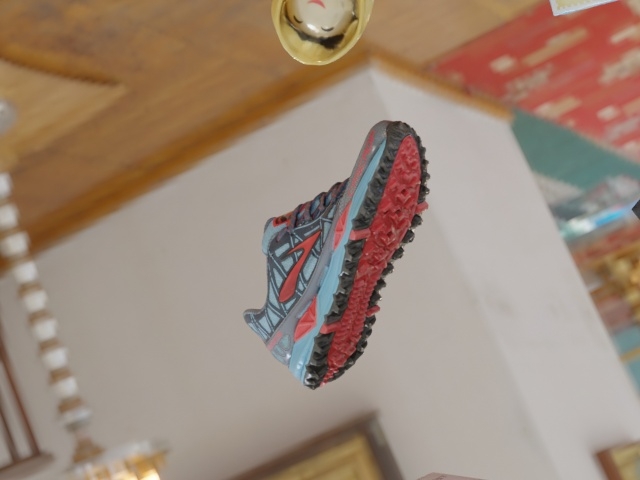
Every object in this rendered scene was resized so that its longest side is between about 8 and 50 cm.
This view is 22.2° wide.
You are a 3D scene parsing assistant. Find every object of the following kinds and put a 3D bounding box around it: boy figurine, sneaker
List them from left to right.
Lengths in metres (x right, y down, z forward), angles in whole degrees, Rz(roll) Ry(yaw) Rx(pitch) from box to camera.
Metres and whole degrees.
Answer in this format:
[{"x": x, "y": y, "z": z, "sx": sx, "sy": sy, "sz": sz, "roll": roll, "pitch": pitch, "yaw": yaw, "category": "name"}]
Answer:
[{"x": 0.000, "y": 0.000, "z": 1.438, "sx": 0.104, "sy": 0.125, "sz": 0.262, "roll": -13, "pitch": 131, "yaw": -55, "category": "sneaker"}, {"x": 0.009, "y": -0.251, "z": 1.232, "sx": 0.177, "sy": 0.092, "sz": 0.285, "roll": 13, "pitch": 141, "yaw": -6, "category": "boy figurine"}]

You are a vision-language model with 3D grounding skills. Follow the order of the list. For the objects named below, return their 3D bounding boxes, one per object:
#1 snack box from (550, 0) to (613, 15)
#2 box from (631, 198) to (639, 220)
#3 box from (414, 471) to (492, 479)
[{"x": 0.288, "y": -0.285, "z": 1.153, "sx": 0.322, "sy": 0.187, "sz": 0.060, "roll": -9, "pitch": -170, "yaw": 39, "category": "snack box"}, {"x": 0.448, "y": 0.003, "z": 1.709, "sx": 0.191, "sy": 0.184, "sz": 0.045, "roll": -18, "pitch": 150, "yaw": -38, "category": "box"}, {"x": 0.208, "y": 0.287, "z": 1.578, "sx": 0.322, "sy": 0.058, "sz": 0.232, "roll": 3, "pitch": -176, "yaw": 26, "category": "box"}]
